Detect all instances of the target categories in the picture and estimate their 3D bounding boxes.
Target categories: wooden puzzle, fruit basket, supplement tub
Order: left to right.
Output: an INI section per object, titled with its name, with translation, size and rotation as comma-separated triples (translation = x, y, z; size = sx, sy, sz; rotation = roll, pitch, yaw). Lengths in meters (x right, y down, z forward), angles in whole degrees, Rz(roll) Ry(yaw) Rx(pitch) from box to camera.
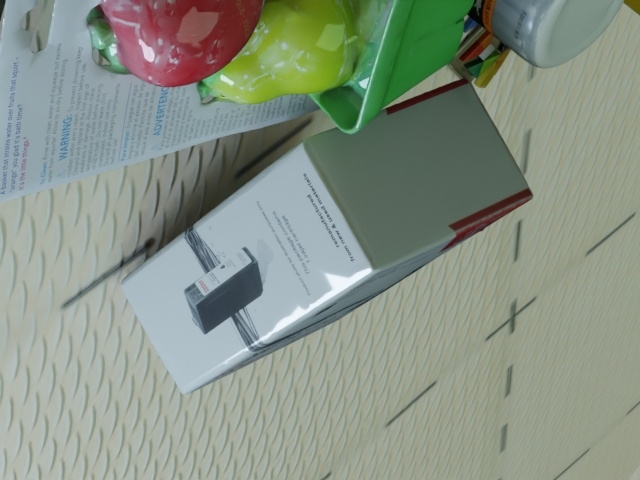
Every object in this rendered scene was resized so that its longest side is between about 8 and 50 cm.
[fruit basket]
translation = -0.055, -0.190, 1.195
size = 0.353, 0.165, 0.327
rotation = -14, 141, -27
[wooden puzzle]
translation = 0.152, -0.177, 1.668
size = 0.078, 0.014, 0.116
rotation = -52, 155, 10
[supplement tub]
translation = 0.131, -0.224, 1.347
size = 0.117, 0.190, 0.117
rotation = -37, 152, -23

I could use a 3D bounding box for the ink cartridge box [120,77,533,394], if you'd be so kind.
[ink cartridge box]
translation = 0.000, 0.000, 1.434
size = 0.197, 0.114, 0.273
rotation = -24, 173, -43

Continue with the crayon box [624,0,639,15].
[crayon box]
translation = 0.329, -0.330, 1.365
size = 0.106, 0.313, 0.363
rotation = -19, 144, -41

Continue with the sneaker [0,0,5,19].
[sneaker]
translation = -0.228, -0.184, 0.941
size = 0.145, 0.090, 0.270
rotation = -31, 153, -38
